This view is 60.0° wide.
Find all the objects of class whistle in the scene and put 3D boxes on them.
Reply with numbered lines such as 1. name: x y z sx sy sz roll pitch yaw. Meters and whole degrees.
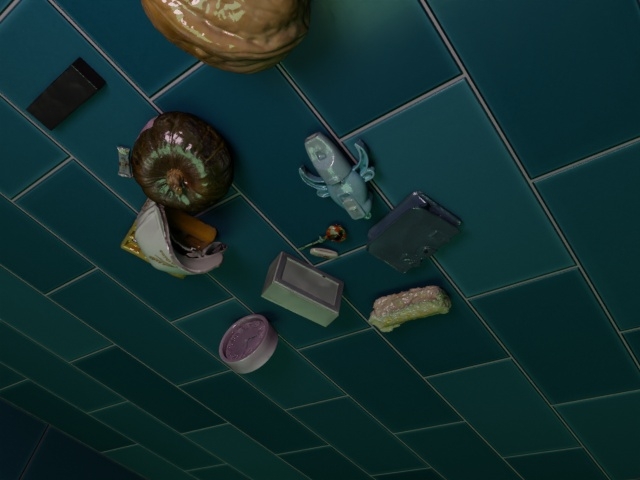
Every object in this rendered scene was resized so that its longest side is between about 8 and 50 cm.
1. whistle: 0.052 -0.152 1.376 0.186 0.093 0.274 -19 124 29

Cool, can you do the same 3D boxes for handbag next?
1. handbag: 0.247 -0.011 1.488 0.179 0.062 0.229 32 133 -19

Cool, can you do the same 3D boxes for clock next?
1. clock: -0.241 0.344 1.860 0.197 0.196 0.068 -16 128 27

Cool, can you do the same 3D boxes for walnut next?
1. walnut: -0.165 -0.450 1.008 0.313 0.252 0.277 21 124 -14

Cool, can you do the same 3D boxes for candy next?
1. candy: 0.000 0.000 1.579 0.185 0.049 0.055 -23 119 41

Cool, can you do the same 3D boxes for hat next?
1. hat: -0.384 0.032 1.477 0.258 0.301 0.168 38 94 -24

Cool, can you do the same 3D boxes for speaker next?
1. speaker: -0.624 -0.353 1.356 0.218 0.044 0.082 -25 125 33

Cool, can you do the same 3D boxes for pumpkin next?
1. pumpkin: -0.340 -0.178 1.364 0.261 0.189 0.260 6 136 5

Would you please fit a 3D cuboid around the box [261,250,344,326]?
1. box: -0.049 0.147 1.666 0.225 0.129 0.086 28 133 -15

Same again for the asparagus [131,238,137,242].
1. asparagus: -0.485 0.034 1.656 0.166 0.016 0.013 28 93 -14

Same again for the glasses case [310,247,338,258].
1. glasses case: 0.010 0.037 1.610 0.083 0.021 0.032 11 158 -17

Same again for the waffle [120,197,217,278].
1. waffle: -0.458 -0.002 1.662 0.221 0.055 0.248 30 133 -17

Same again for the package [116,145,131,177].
1. package: -0.530 -0.212 1.497 0.037 0.015 0.110 12 138 -7

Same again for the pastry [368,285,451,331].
1. pastry: 0.268 0.205 1.682 0.259 0.089 0.121 -21 130 31
